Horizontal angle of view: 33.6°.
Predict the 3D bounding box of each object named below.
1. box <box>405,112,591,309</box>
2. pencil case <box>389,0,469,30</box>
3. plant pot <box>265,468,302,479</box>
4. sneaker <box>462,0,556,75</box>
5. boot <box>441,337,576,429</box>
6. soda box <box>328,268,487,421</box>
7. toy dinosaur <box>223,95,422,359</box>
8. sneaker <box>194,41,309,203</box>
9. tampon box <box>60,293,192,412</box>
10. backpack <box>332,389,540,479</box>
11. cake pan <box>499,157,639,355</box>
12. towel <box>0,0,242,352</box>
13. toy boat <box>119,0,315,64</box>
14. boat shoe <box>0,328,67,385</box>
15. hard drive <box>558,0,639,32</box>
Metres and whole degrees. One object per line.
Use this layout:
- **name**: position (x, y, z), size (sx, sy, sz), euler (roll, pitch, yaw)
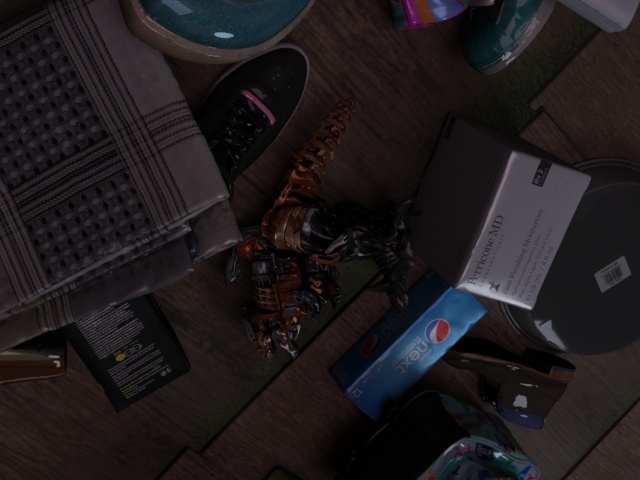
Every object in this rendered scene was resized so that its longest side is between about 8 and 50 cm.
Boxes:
- **box**: position (0.207, -0.038, 1.300), size (0.119, 0.182, 0.181), euler (15, 105, -23)
- **pencil case**: position (0.087, -0.352, 1.189), size (0.104, 0.104, 0.236), euler (-30, 116, -5)
- **plant pot**: position (-0.007, 0.478, 1.412), size (0.207, 0.227, 0.228), euler (30, 98, -32)
- **sneaker**: position (0.227, -0.347, 1.237), size (0.121, 0.108, 0.302), euler (26, 92, -24)
- **boot**: position (0.247, 0.201, 1.461), size (0.219, 0.082, 0.106), euler (13, 103, -24)
- **soda box**: position (0.114, 0.133, 1.399), size (0.210, 0.067, 0.071), euler (-45, 117, 3)
- **toy dinosaur**: position (0.000, 0.000, 1.276), size (0.218, 0.164, 0.322), euler (11, 129, -5)
- **sneaker**: position (-0.106, -0.099, 1.196), size (0.296, 0.147, 0.104), euler (-45, 115, 1)
- **tampon box**: position (-0.241, 0.093, 1.240), size (0.101, 0.120, 0.161), euler (-30, 116, -6)
- **backpack**: position (0.172, 0.332, 1.417), size (0.225, 0.191, 0.253), euler (-49, 143, 14)
- **cake pan**: position (0.384, 0.034, 1.456), size (0.293, 0.054, 0.293), euler (-6, 112, -16)
- **towel**: position (-0.274, -0.077, 1.103), size (0.312, 0.056, 0.324), euler (-25, 88, 4)
- **toy boat**: position (-0.133, -0.333, 1.064), size (0.318, 0.148, 0.267), euler (49, 50, -11)
- **boat shoe**: position (-0.452, 0.137, 1.200), size (0.323, 0.122, 0.120), euler (3, 114, -10)
- **hard drive**: position (0.232, -0.411, 1.142), size (0.353, 0.047, 0.233), euler (26, 85, -21)
